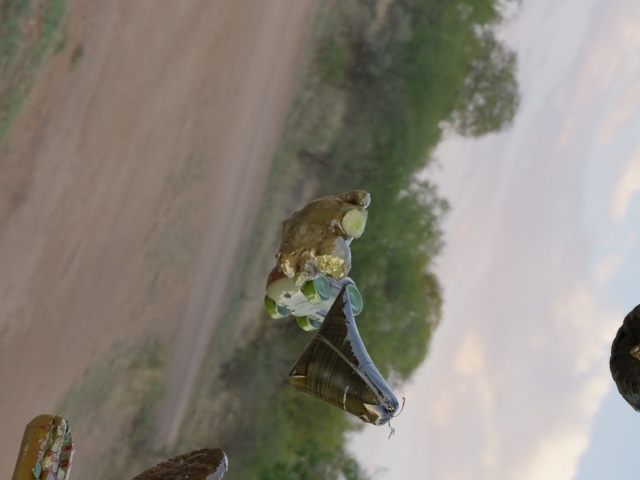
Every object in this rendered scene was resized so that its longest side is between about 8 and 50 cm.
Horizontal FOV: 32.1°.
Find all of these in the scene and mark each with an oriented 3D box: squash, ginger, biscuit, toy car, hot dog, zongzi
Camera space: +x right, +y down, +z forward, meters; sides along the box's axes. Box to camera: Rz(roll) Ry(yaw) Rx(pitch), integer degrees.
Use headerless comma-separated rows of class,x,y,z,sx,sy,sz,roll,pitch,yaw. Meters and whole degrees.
squash,0.697,0.235,2.237,0.252,0.165,0.252,-44,-146,40
ginger,0.000,0.000,1.901,0.102,0.157,0.216,61,43,-39
biscuit,-0.207,0.321,1.445,0.188,0.027,0.188,-25,-171,4
toy car,-0.022,0.070,2.468,0.145,0.235,0.235,-22,-150,32
hot dog,-0.454,0.380,1.828,0.076,0.104,0.250,-24,-147,22
zongzi,0.069,0.182,1.719,0.184,0.187,0.084,-58,161,-21
